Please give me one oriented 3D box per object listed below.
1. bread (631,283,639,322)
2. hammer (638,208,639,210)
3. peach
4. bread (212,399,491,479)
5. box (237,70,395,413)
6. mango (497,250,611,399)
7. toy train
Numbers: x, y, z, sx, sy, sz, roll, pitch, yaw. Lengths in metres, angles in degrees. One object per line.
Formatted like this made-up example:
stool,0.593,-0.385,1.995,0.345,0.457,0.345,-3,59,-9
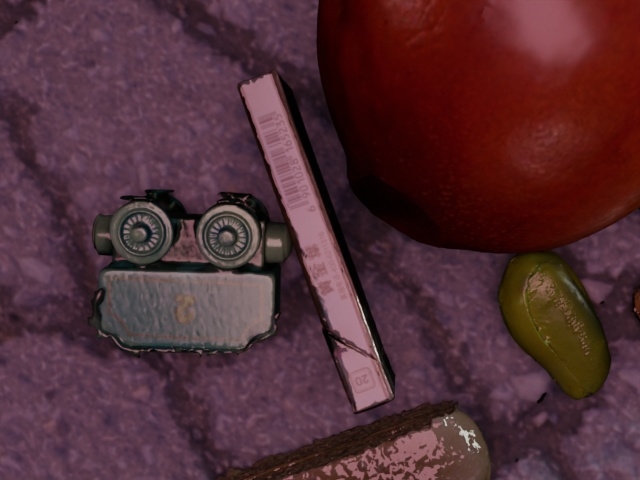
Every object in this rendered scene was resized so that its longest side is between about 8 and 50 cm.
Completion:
bread,0.379,0.081,1.333,0.044,0.129,0.126,-28,88,-33
hammer,0.472,-0.117,1.325,0.206,0.119,0.335,39,87,2
peach,0.170,-0.169,1.215,0.388,0.388,0.388,0,91,4
bread,0.020,0.291,1.360,0.337,0.102,0.183,-20,90,5
box,0.000,0.000,1.315,0.047,0.180,0.325,-19,90,3
mango,0.236,0.084,1.358,0.091,0.074,0.165,-26,101,-1
toy train,-0.131,0.032,1.362,0.203,0.112,0.163,2,98,4
